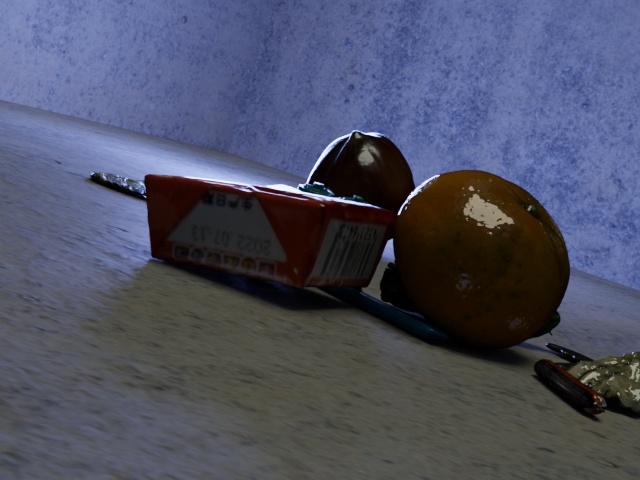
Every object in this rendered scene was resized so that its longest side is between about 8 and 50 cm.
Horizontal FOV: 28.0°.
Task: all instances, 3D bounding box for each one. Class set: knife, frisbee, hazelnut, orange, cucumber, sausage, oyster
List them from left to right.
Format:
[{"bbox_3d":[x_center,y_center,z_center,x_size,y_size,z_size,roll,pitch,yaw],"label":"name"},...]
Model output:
[{"bbox_3d":[0.078,-0.098,2.388,0.229,0.229,0.229,17,5,-2],"label":"hazelnut"},{"bbox_3d":[0.064,0.075,1.580,0.044,0.026,0.296,28,-3,-36],"label":"knife"},{"bbox_3d":[0.197,0.081,1.684,0.265,0.077,0.077,17,5,-11],"label":"cucumber"},{"bbox_3d":[0.198,0.019,1.552,0.240,0.171,0.240,32,32,-24],"label":"orange"},{"bbox_3d":[0.265,0.156,1.376,0.028,0.025,0.198,48,0,-12],"label":"sausage"},{"bbox_3d":[0.346,0.164,1.622,0.211,0.012,0.187,22,8,42],"label":"frisbee"},{"bbox_3d":[0.362,0.155,1.455,0.209,0.072,0.133,11,5,-33],"label":"oyster"}]

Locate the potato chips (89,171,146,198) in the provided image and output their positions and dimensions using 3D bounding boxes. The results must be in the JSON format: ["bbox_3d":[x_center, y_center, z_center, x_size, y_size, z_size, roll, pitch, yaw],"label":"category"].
[{"bbox_3d":[-0.281,-0.083,2.164,0.220,0.029,0.202,18,5,43],"label":"potato chips"}]

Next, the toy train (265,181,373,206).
[{"bbox_3d":[-0.005,-0.028,2.036,0.198,0.107,0.154,20,13,25],"label":"toy train"}]

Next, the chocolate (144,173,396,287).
[{"bbox_3d":[-0.060,-0.011,1.522,0.235,0.108,0.237,11,4,22],"label":"chocolate"}]
